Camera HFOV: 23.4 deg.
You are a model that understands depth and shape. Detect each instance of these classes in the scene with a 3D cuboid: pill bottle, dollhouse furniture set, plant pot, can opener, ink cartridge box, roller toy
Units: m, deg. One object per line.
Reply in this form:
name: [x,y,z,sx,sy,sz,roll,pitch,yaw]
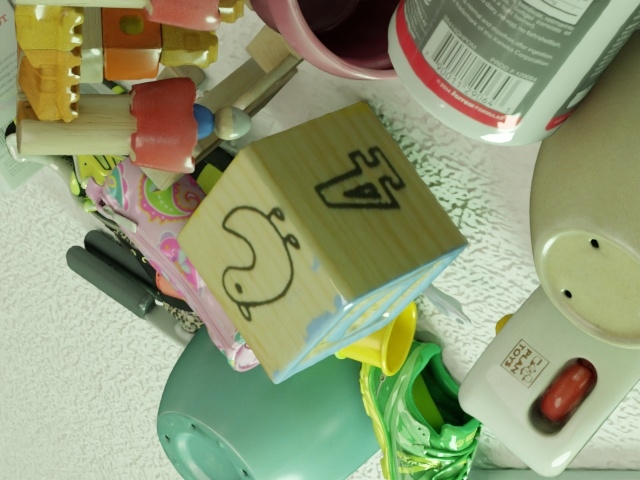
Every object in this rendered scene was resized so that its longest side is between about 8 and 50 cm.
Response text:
pill bottle: [0.191,-0.234,1.208,0.176,0.176,0.318,42,137,8]
dollhouse furniture set: [-0.208,-0.256,1.676,0.355,0.174,0.303,48,148,-3]
plant pot: [-0.067,0.216,1.979,0.293,0.235,0.293,30,145,24]
can opener: [-0.244,0.087,2.195,0.280,0.074,0.093,34,147,20]
plant pot: [0.021,-0.249,1.415,0.201,0.201,0.180,60,162,-20]
ink cartridge box: [-0.429,-0.189,2.027,0.093,0.154,0.212,-1,126,52]
plant pot: [0.292,-0.014,1.342,0.284,0.191,0.284,30,146,24]
roller toy: [0.238,0.125,1.558,0.146,0.191,0.209,40,148,12]

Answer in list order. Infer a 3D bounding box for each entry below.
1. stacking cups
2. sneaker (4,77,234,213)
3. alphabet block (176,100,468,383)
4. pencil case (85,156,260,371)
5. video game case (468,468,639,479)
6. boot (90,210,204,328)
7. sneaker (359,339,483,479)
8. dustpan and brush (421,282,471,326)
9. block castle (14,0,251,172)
stacking cups: [-0.046,0.078,1.847,0.316,0.096,0.096,13,137,23]
sneaker: [-0.225,-0.069,1.930,0.384,0.147,0.145,30,143,21]
alphabet block: [0.000,0.000,1.640,0.197,0.193,0.192,54,137,13]
pencil case: [-0.142,0.015,1.769,0.284,0.124,0.124,47,149,13]
video game case: [0.350,0.401,1.885,0.329,0.036,0.300,-11,117,53]
boot: [-0.230,0.010,2.086,0.236,0.085,0.179,33,152,31]
sneaker: [0.139,0.254,1.873,0.123,0.109,0.295,-8,109,45]
dustpan and brush: [0.096,0.023,1.736,0.211,0.060,0.147,33,146,20]
block castle: [-0.161,-0.307,1.352,0.303,0.212,0.453,108,158,-58]
